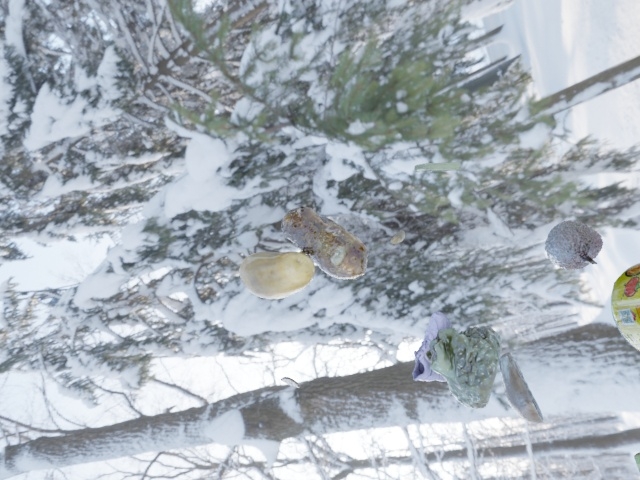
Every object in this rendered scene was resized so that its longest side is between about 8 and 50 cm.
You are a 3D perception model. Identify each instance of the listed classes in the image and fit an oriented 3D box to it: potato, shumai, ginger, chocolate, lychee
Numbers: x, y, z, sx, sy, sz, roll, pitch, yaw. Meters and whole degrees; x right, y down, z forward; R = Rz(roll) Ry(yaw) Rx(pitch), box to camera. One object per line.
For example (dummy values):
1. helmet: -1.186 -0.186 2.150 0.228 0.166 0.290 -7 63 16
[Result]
1. potato: -0.116 0.091 1.145 0.150 0.233 0.146 -38 -63 -46
2. shumai: 0.425 0.368 1.263 0.189 0.218 0.256 -22 -54 -54
3. ginger: 0.000 0.000 1.562 0.254 0.176 0.418 14 -158 -44
4. chocolate: 0.703 0.531 1.501 0.157 0.080 0.254 50 -157 -28
5. potato: 0.359 -0.018 1.891 0.037 0.093 0.036 38 151 25
6. lychee: 0.814 0.023 1.339 0.165 0.165 0.197 45 -158 -40

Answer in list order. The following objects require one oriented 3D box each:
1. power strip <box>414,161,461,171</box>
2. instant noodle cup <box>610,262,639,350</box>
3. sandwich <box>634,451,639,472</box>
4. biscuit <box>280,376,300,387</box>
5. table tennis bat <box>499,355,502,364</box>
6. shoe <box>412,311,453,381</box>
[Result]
1. power strip: 0.426 -0.264 1.496 0.076 0.168 0.028 -168 74 -72
2. instant noodle cup: 0.872 0.148 0.954 0.254 0.325 0.326 108 145 -76
3. sandwich: 0.989 0.646 1.195 0.074 0.116 0.074 0 -114 -21
4. biscuit: -0.117 0.536 1.593 0.092 0.082 0.016 88 -157 -55
5. table tennis bat: 0.687 0.512 1.744 0.124 0.201 0.033 61 -159 -46
6. shoe: 0.376 0.366 1.419 0.137 0.095 0.245 -3 -85 -23
